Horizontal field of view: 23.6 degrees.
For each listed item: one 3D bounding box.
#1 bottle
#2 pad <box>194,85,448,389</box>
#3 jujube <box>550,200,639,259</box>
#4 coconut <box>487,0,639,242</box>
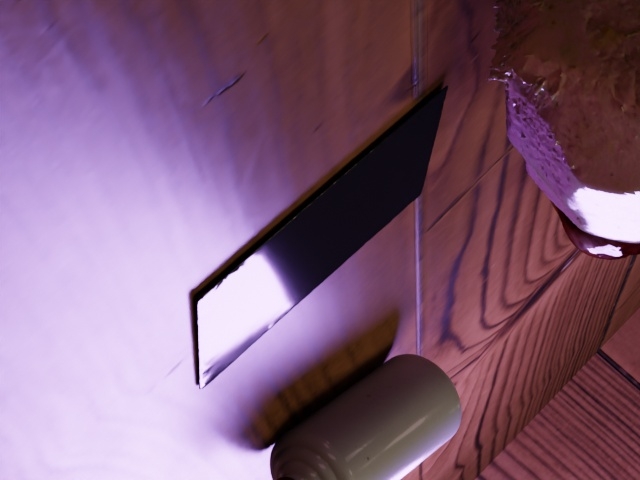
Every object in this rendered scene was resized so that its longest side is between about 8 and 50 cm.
[{"bbox_3d":[0.030,0.203,1.480,0.245,0.104,0.104,-31,156,-45],"label":"bottle"},{"bbox_3d":[0.000,0.000,1.116,0.245,0.006,0.170,-41,163,-20],"label":"pad"},{"bbox_3d":[0.356,-0.094,1.485,0.342,0.216,0.216,-28,155,-35],"label":"jujube"},{"bbox_3d":[0.232,-0.121,1.071,0.233,0.233,0.245,-47,163,-3],"label":"coconut"}]
